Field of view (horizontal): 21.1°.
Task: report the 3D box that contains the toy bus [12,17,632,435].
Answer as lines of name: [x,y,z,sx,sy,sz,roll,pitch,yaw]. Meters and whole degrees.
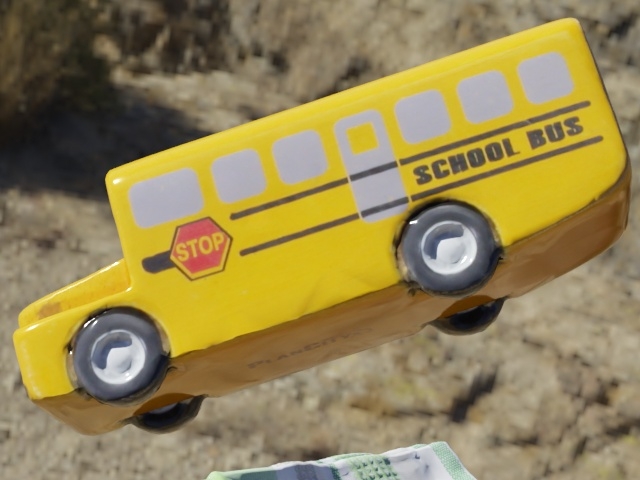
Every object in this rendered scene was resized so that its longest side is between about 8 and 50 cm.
toy bus: [0.000,0.000,0.927,0.332,0.130,0.108,-18,-17,3]

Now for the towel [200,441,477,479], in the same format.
towel: [0.036,0.114,0.613,0.113,0.023,0.152,40,19,29]
